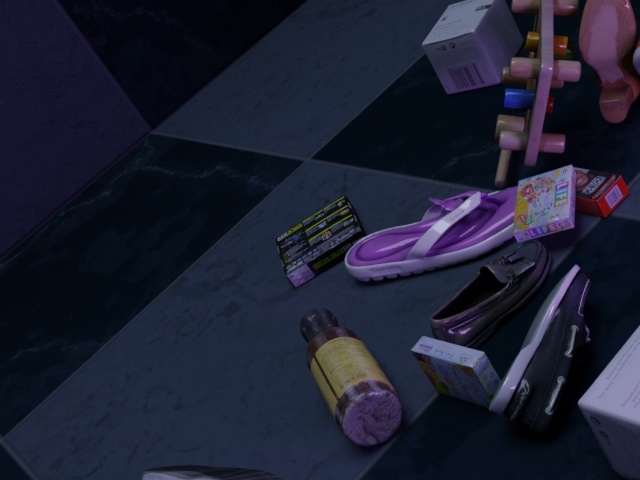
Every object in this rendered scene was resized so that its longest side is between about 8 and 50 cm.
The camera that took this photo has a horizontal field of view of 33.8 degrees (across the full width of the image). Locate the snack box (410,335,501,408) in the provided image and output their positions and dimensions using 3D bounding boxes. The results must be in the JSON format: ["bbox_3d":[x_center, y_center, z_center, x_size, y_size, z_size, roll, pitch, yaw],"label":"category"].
[{"bbox_3d":[0.216,0.206,1.638,0.037,0.100,0.141,-46,30,-23],"label":"snack box"}]

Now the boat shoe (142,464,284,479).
[{"bbox_3d":[-0.172,0.427,1.716,0.320,0.103,0.118,-5,-6,39],"label":"boat shoe"}]

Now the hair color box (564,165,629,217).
[{"bbox_3d":[0.476,-0.089,1.896,0.072,0.043,0.141,-44,28,-17],"label":"hair color box"}]

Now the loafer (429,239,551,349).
[{"bbox_3d":[0.288,0.083,1.775,0.267,0.084,0.096,-45,29,-20],"label":"loafer"}]

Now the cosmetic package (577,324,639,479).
[{"bbox_3d":[0.528,0.212,1.234,0.217,0.156,0.385,-44,30,-19],"label":"cosmetic package"}]

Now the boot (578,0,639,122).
[{"bbox_3d":[0.566,-0.393,2.020,0.104,0.295,0.211,2,39,23],"label":"boot"}]

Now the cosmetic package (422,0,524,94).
[{"bbox_3d":[0.366,-0.471,2.514,0.151,0.151,0.183,-7,37,39],"label":"cosmetic package"}]

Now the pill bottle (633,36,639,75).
[{"bbox_3d":[0.719,-0.450,1.894,0.210,0.210,0.362,14,81,55],"label":"pill bottle"}]

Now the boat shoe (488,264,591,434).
[{"bbox_3d":[0.351,0.163,1.580,0.302,0.091,0.114,-54,-11,-31],"label":"boat shoe"}]

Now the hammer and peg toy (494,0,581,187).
[{"bbox_3d":[0.412,-0.272,2.015,0.127,0.361,0.266,5,50,6],"label":"hammer and peg toy"}]

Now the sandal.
[{"bbox_3d":[0.221,-0.026,2.006,0.416,0.102,0.169,-22,30,21],"label":"sandal"}]

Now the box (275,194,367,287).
[{"bbox_3d":[0.000,0.000,2.271,0.191,0.045,0.184,-32,25,6],"label":"box"}]

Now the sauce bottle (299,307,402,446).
[{"bbox_3d":[0.039,0.217,1.802,0.111,0.111,0.344,-34,28,1],"label":"sauce bottle"}]

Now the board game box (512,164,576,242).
[{"bbox_3d":[0.398,-0.066,1.864,0.103,0.026,0.154,-17,33,27],"label":"board game box"}]
